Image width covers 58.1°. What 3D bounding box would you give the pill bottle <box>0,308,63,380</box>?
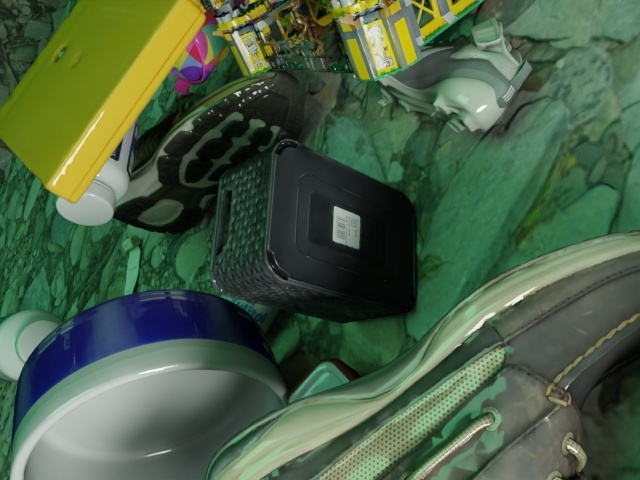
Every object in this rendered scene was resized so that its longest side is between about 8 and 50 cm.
[{"bbox_3d":[-0.622,0.222,1.208,0.264,0.146,0.146,-14,64,46],"label":"pill bottle"}]

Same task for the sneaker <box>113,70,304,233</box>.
[{"bbox_3d":[-0.184,-0.157,0.827,0.410,0.158,0.182,-25,61,41],"label":"sneaker"}]

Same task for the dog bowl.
[{"bbox_3d":[-0.164,0.180,0.582,0.265,0.264,0.104,-54,39,20],"label":"dog bowl"}]

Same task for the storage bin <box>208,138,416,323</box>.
[{"bbox_3d":[0.000,0.000,0.529,0.084,0.180,0.122,-17,62,44],"label":"storage bin"}]

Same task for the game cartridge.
[{"bbox_3d":[-0.293,-0.216,0.739,0.323,0.052,0.285,31,86,45],"label":"game cartridge"}]

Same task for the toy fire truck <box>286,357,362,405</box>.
[{"bbox_3d":[0.014,0.260,0.440,0.254,0.169,0.302,-49,41,-3],"label":"toy fire truck"}]

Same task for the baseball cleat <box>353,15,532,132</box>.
[{"bbox_3d":[0.119,-0.169,0.564,0.109,0.072,0.206,-48,43,2],"label":"baseball cleat"}]

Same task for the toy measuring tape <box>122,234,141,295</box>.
[{"bbox_3d":[-0.380,0.136,0.981,0.121,0.121,0.331,-23,58,43],"label":"toy measuring tape"}]

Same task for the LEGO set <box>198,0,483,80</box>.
[{"bbox_3d":[0.013,-0.295,0.564,0.254,0.192,0.331,-35,32,-14],"label":"LEGO set"}]

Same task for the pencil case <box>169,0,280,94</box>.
[{"bbox_3d":[-0.147,-0.315,0.828,0.104,0.104,0.236,-15,33,46],"label":"pencil case"}]

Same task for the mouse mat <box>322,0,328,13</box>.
[{"bbox_3d":[-0.002,-0.384,0.832,0.152,0.007,0.190,-25,55,42],"label":"mouse mat"}]

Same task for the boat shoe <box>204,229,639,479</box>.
[{"bbox_3d":[0.097,0.128,0.358,0.355,0.132,0.130,-33,54,10],"label":"boat shoe"}]

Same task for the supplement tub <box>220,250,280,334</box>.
[{"bbox_3d":[-0.078,0.066,0.684,0.107,0.071,0.071,-59,40,16],"label":"supplement tub"}]

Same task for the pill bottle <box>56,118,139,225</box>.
[{"bbox_3d":[-0.303,-0.107,0.777,0.094,0.094,0.170,-35,44,36],"label":"pill bottle"}]
